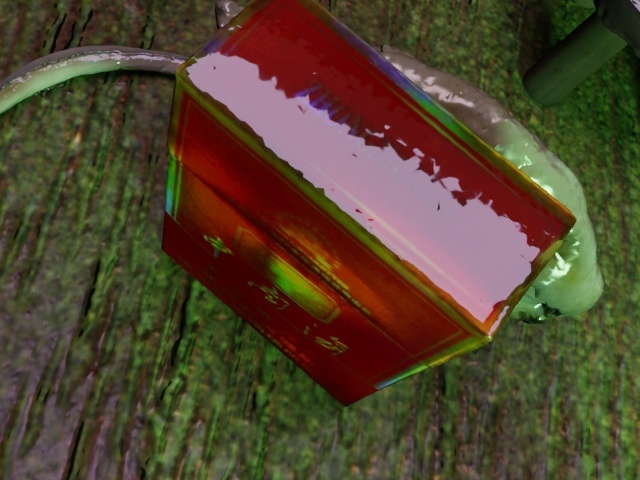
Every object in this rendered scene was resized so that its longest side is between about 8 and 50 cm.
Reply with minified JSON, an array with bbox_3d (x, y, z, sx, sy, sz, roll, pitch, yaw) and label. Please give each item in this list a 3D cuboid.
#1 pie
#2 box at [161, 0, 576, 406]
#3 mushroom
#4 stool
[{"bbox_3d":[0.065,-0.058,0.639,0.337,0.337,0.075,41,87,3],"label":"pie"},{"bbox_3d":[-0.001,0.000,0.564,0.197,0.313,0.089,41,70,3],"label":"box"},{"bbox_3d":[-0.176,-0.129,0.729,0.306,0.043,0.068,-9,45,-21],"label":"mushroom"},{"bbox_3d":[0.345,-0.217,0.860,0.272,0.178,0.272,7,64,-15],"label":"stool"}]
